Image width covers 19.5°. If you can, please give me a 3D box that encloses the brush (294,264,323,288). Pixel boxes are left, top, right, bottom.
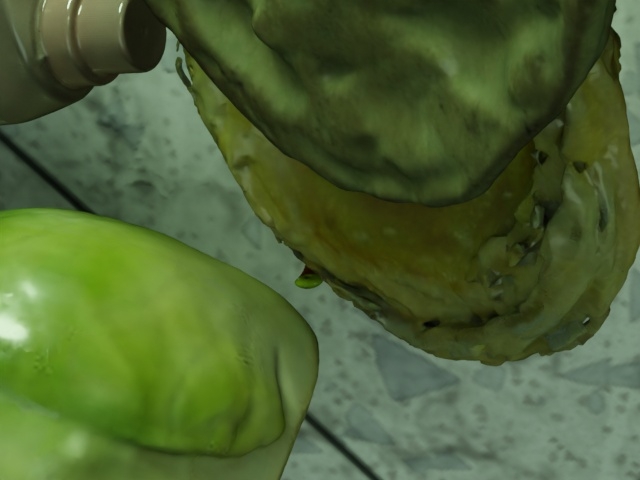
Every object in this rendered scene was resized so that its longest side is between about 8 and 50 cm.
[{"bbox_3d":[0.000,0.000,0.995,0.019,0.083,0.021,-3,118,16],"label":"brush"}]

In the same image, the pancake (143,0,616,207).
[{"bbox_3d":[0.001,-0.147,0.735,0.294,0.049,0.294,29,136,33],"label":"pancake"}]

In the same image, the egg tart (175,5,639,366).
[{"bbox_3d":[0.049,-0.077,0.875,0.288,0.118,0.288,29,135,34],"label":"egg tart"}]

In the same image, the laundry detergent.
[{"bbox_3d":[-0.197,-0.138,0.934,0.237,0.076,0.171,1,118,30],"label":"laundry detergent"}]

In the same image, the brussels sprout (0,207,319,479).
[{"bbox_3d":[-0.152,0.095,0.988,0.294,0.259,0.227,7,90,1],"label":"brussels sprout"}]
